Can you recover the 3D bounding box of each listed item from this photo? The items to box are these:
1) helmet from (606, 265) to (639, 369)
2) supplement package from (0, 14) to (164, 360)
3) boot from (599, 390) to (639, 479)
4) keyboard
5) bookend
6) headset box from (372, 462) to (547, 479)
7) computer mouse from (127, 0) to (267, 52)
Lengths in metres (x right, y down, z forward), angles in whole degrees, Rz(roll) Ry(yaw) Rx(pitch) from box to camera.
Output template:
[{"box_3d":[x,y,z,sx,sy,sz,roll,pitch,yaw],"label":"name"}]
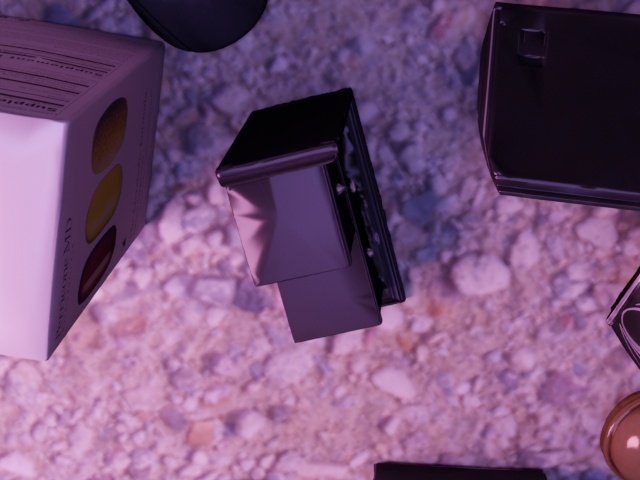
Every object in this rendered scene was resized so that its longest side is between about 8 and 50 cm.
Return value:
[{"box_3d":[0.279,0.045,0.791,0.161,0.169,0.169,35,108,11],"label":"helmet"},{"box_3d":[-0.186,-0.044,0.758,0.133,0.244,0.139,9,109,2],"label":"supplement package"},{"box_3d":[0.305,0.182,0.777,0.236,0.269,0.089,5,108,3],"label":"boot"},{"box_3d":[0.256,-0.105,0.773,0.317,0.033,0.202,7,74,2],"label":"keyboard"},{"box_3d":[0.000,0.000,0.803,0.072,0.157,0.156,-13,106,9],"label":"bookend"},{"box_3d":[0.089,0.313,0.852,0.131,0.246,0.283,2,107,5],"label":"headset box"},{"box_3d":[-0.160,-0.215,0.797,0.184,0.060,0.262,-26,104,11],"label":"computer mouse"}]
